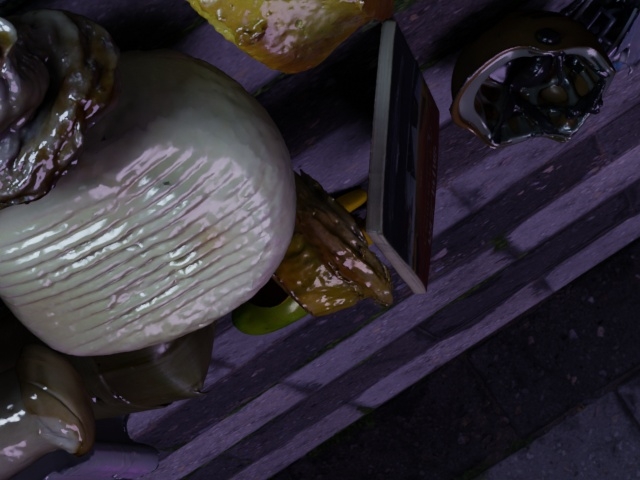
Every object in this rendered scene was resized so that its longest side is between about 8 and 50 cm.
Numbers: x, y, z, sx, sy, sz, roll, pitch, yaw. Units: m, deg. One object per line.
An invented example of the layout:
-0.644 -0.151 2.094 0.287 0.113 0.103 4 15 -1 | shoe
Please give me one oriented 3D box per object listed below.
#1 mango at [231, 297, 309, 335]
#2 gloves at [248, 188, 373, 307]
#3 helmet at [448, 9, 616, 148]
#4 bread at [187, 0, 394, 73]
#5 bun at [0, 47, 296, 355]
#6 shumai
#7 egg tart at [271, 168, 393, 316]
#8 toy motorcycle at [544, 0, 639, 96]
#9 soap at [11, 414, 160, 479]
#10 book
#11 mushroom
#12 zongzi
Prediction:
-0.062 0.088 2.587 0.163 0.089 0.117 -31 176 43 | mango
-0.001 0.000 2.451 0.133 0.116 0.294 -10 -170 39 | gloves
0.265 -0.223 2.175 0.224 0.130 0.198 3 139 -19 | helmet
-0.024 -0.241 1.608 0.160 0.147 0.260 -38 162 13 | bread
-0.210 -0.047 1.717 0.361 0.213 0.361 -10 137 -10 | bun
-0.305 -0.134 1.468 0.218 0.184 0.185 -20 133 37 | shumai
-0.025 -0.001 2.059 0.118 0.288 0.288 -46 163 -2 | egg tart
0.411 -0.277 2.316 0.239 0.108 0.204 -39 162 23 | toy motorcycle
-0.423 0.348 2.552 0.258 0.159 0.302 -38 160 10 | soap
0.108 -0.094 2.118 0.028 0.262 0.374 1 168 13 | book
-0.429 0.234 1.764 0.407 0.137 0.154 -22 169 5 | mushroom
-0.306 0.097 2.135 0.447 0.181 0.418 -14 -152 26 | zongzi
